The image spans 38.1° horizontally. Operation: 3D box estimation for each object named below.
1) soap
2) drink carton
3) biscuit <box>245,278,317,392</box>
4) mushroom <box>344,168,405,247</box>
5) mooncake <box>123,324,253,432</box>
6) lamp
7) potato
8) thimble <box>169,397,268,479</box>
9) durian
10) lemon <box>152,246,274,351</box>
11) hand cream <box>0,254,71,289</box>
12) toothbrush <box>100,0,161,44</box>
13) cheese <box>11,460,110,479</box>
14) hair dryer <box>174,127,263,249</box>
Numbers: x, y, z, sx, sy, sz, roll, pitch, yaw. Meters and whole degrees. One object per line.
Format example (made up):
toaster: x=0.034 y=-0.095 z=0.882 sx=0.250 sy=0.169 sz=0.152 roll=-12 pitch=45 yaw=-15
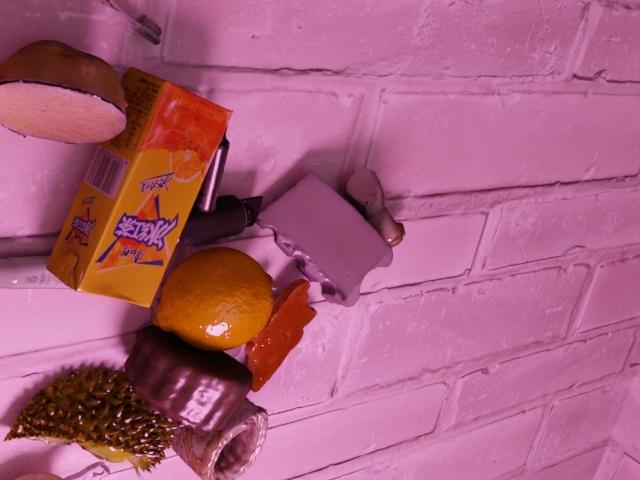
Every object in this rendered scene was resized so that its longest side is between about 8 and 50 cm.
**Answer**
soap: x=0.000 y=0.000 z=1.866 sx=0.159 sy=0.258 sz=0.302 roll=-49 pitch=-178 yaw=-7
drink carton: x=-0.286 y=-0.079 z=1.476 sx=0.155 sy=0.111 sz=0.351 roll=19 pitch=95 yaw=-48
biscuit: x=-0.089 y=0.194 z=1.899 sx=0.183 sy=0.043 sz=0.280 roll=-7 pitch=131 yaw=-48
mushroom: x=0.111 y=-0.057 z=1.894 sx=0.081 sy=0.092 sz=0.223 roll=-59 pitch=148 yaw=-20
mooncake: x=-0.243 y=0.248 z=1.670 sx=0.228 sy=0.228 sz=0.124 roll=20 pitch=100 yaw=-47
lamp: x=-0.146 y=0.163 z=1.835 sx=0.050 sy=0.056 sz=0.198 roll=1 pitch=119 yaw=-46
potato: x=-0.374 y=-0.225 z=1.324 sx=0.202 sy=0.182 sz=0.117 roll=10 pitch=71 yaw=-27
thimble: x=-0.200 y=0.381 z=1.855 sx=0.190 sy=0.143 sz=0.137 roll=-54 pitch=138 yaw=0
durian: x=-0.392 y=0.337 z=1.710 sx=0.170 sy=0.157 sz=0.355 roll=-27 pitch=144 yaw=24
lemon: x=-0.183 y=0.107 z=1.664 sx=0.244 sy=0.187 sz=0.186 roll=-15 pitch=125 yaw=-35
hand cream: x=-0.442 y=0.051 z=1.497 sx=0.205 sy=0.050 sz=0.078 roll=1 pitch=110 yaw=-47
toothbrush: x=-0.329 y=-0.372 z=1.338 sx=0.294 sy=0.026 sz=0.028 roll=36 pitch=71 yaw=-48
cheese: x=-0.485 y=0.457 z=1.662 sx=0.228 sy=0.064 sz=0.137 roll=-26 pitch=139 yaw=-2
hair dryer: x=-0.166 y=-0.103 z=1.593 sx=0.196 sy=0.078 sz=0.248 roll=-14 pitch=138 yaw=-37
